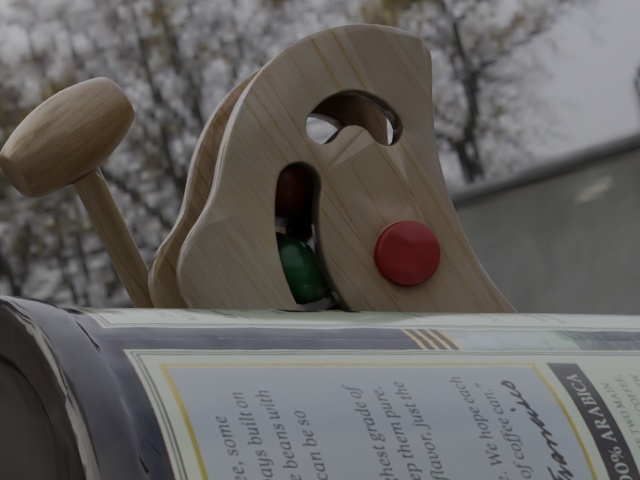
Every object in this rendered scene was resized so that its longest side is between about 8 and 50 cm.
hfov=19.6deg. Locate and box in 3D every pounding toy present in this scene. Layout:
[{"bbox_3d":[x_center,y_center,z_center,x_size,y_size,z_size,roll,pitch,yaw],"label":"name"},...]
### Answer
[{"bbox_3d":[0.000,0.000,0.845,0.154,0.269,0.155,-49,9,-15],"label":"pounding toy"}]

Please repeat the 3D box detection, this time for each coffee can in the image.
[{"bbox_3d":[0.027,0.119,0.568,0.275,0.201,0.201,2,-13,-28],"label":"coffee can"}]
